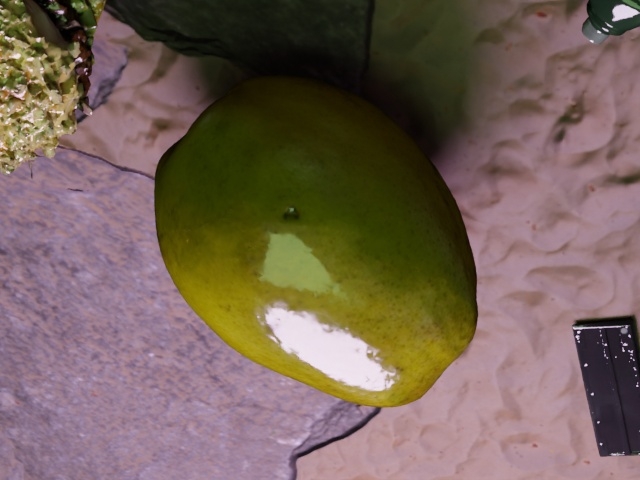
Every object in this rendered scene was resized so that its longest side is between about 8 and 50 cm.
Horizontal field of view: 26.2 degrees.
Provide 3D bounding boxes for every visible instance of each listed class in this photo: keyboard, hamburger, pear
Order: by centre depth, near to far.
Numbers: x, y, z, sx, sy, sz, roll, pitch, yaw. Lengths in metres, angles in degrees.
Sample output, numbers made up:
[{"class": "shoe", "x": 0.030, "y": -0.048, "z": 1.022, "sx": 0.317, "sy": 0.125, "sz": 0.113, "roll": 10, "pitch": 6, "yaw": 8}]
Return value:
[{"class": "pear", "x": 0.000, "y": 0.000, "z": 1.194, "sx": 0.307, "sy": 0.253, "sz": 0.253, "roll": 37, "pitch": 128, "yaw": -5}, {"class": "hamburger", "x": -0.319, "y": -0.167, "z": 1.197, "sx": 0.261, "sy": 0.139, "sz": 0.243, "roll": 22, "pitch": 132, "yaw": -8}, {"class": "keyboard", "x": 0.307, "y": 0.157, "z": 1.426, "sx": 0.063, "sy": 0.010, "sz": 0.198, "roll": -5, "pitch": 129, "yaw": 18}]

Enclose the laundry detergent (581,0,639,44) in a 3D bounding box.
[{"class": "laundry detergent", "x": 0.264, "y": -0.239, "z": 1.066, "sx": 0.137, "sy": 0.063, "sz": 0.211, "roll": 31, "pitch": 132, "yaw": -10}]
